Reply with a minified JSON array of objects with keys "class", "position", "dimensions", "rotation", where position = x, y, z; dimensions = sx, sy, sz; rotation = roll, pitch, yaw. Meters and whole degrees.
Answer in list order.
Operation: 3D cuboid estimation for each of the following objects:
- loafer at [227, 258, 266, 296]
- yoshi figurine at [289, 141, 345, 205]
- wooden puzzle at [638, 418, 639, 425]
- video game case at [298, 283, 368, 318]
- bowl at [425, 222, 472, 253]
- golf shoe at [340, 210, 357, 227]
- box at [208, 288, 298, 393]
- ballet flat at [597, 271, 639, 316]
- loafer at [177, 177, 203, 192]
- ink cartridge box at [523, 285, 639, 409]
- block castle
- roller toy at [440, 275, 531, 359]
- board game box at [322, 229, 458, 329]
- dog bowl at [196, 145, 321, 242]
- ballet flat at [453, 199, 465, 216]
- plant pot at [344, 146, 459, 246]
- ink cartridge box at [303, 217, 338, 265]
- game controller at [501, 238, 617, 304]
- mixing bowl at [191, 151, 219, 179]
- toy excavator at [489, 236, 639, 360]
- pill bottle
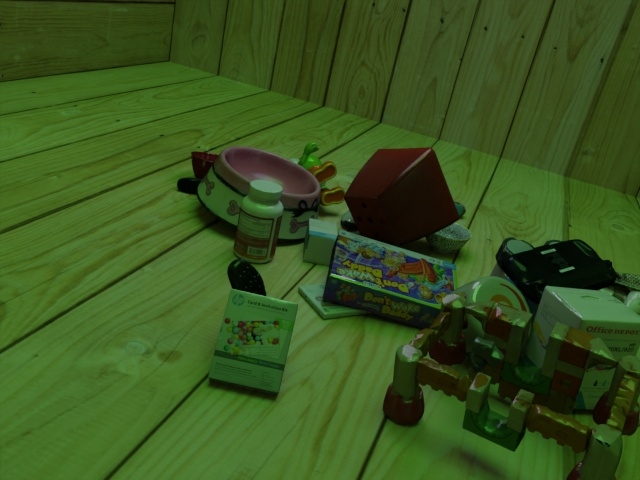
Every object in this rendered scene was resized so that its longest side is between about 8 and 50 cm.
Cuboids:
[{"class":"loafer","position":[-0.157,0.131,1.398],"dimensions":[0.078,0.223,0.076],"rotation":[8,46,37]},{"class":"yoshi figurine","position":[-0.025,-0.247,2.315],"dimensions":[0.203,0.203,0.362],"rotation":[22,4,-33]},{"class":"wooden puzzle","position":[0.691,0.403,1.449],"dimensions":[0.116,0.014,0.078],"rotation":[1,31,-24]},{"class":"video game case","position":[0.041,0.155,1.660],"dimensions":[0.157,0.019,0.143],"rotation":[-3,28,-31]},{"class":"bowl","position":[0.419,-0.006,2.132],"dimensions":[0.170,0.080,0.170],"rotation":[10,23,-5]},{"class":"golf shoe","position":[0.129,-0.106,2.192],"dimensions":[0.077,0.093,0.198],"rotation":[21,27,15]},{"class":"box","position":[-0.135,0.205,1.285],"dimensions":[0.145,0.186,0.038],"rotation":[13,-19,-1]},{"class":"ballet flat","position":[0.883,0.169,1.932],"dimensions":[0.483,0.164,0.182],"rotation":[19,46,28]},{"class":"loafer","position":[-0.398,-0.185,2.143],"dimensions":[0.170,0.062,0.061],"rotation":[15,19,3]},{"class":"ink cartridge box","position":[0.602,0.246,1.458],"dimensions":[0.171,0.232,0.168],"rotation":[5,20,-13]},{"class":"block castle","position":[0.385,0.314,1.264],"dimensions":[0.454,0.212,0.303],"rotation":[19,35,29]},{"class":"roller toy","position":[0.402,0.186,1.522],"dimensions":[0.191,0.146,0.209],"rotation":[-39,90,-35]},{"class":"board game box","position":[0.194,0.109,1.695],"dimensions":[0.347,0.078,0.233],"rotation":[17,33,-2]},{"class":"dog bowl","position":[-0.179,-0.163,2.016],"dimensions":[0.408,0.150,0.408],"rotation":[20,24,-9]},{"class":"ballet flat","position":[0.473,-0.152,2.508],"dimensions":[0.222,0.076,0.079],"rotation":[24,7,12]},{"class":"plant pot","position":[0.238,-0.123,2.025],"dimensions":[0.236,0.267,0.267],"rotation":[-38,26,-26]},{"class":"ink cartridge box","position":[0.000,0.000,1.891],"dimensions":[0.090,0.092,0.143],"rotation":[11,24,-5]},{"class":"game controller","position":[0.615,0.076,1.615],"dimensions":[0.319,0.067,0.166],"rotation":[-10,39,-31]},{"class":"mixing bowl","position":[-0.376,-0.243,2.216],"dimensions":[0.182,0.098,0.181],"rotation":[15,14,-4]},{"class":"toy excavator","position":[0.693,0.218,1.672],"dimensions":[0.433,0.222,0.445],"rotation":[1,39,-20]},{"class":"pill bottle","position":[-0.171,-0.055,1.773],"dimensions":[0.121,0.216,0.121],"rotation":[11,24,-5]}]
